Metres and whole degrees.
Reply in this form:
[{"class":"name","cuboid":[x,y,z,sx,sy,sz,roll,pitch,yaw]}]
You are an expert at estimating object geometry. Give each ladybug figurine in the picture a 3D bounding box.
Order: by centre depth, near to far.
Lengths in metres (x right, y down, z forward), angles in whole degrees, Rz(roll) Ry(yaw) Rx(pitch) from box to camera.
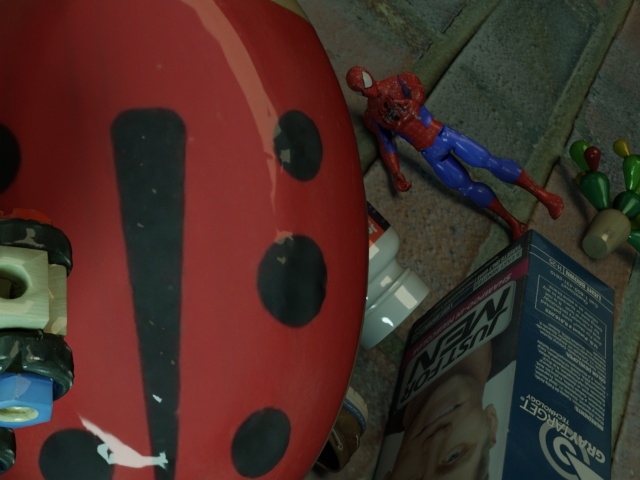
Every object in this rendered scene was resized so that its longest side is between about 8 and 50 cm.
[{"class":"ladybug figurine","cuboid":[-0.107,-0.007,0.671,0.305,0.162,0.449,-7,87,-14]}]

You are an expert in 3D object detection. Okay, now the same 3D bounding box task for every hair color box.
[{"class":"hair color box","cuboid":[0.135,0.163,0.874,0.105,0.174,0.347,36,37,-13]}]

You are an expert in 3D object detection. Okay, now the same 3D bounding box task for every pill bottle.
[{"class":"pill bottle","cuboid":[0.000,0.000,0.950,0.193,0.108,0.108,46,36,0]}]

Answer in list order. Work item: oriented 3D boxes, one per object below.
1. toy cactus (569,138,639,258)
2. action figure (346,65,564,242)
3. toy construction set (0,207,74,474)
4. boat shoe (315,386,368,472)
[{"class":"toy cactus","cuboid":[0.392,-0.034,1.389,0.219,0.112,0.180,54,46,-4]},{"class":"action figure","cuboid":[0.134,-0.083,1.172,0.280,0.091,0.139,38,28,-11]},{"class":"toy construction set","cuboid":[-0.230,0.060,0.472,0.215,0.328,0.151,8,72,-27]},{"class":"boat shoe","cuboid":[-0.039,0.112,0.842,0.183,0.066,0.066,35,39,-15]}]
